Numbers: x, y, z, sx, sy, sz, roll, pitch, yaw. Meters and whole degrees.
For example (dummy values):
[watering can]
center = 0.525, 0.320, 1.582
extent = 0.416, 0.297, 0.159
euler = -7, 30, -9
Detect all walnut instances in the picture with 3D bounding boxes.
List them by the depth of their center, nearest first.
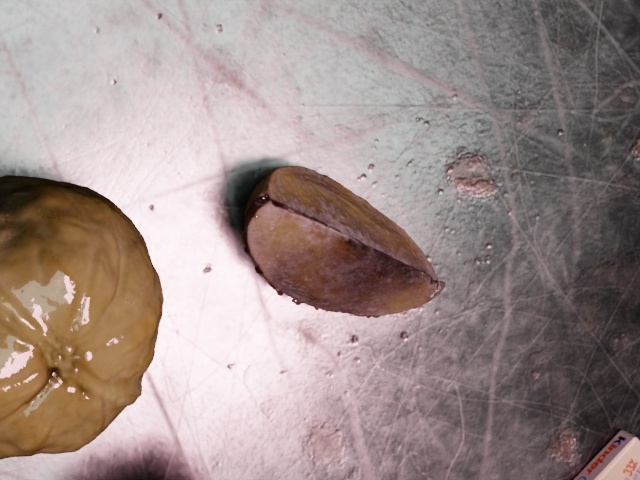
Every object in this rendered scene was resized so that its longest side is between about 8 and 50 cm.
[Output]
[walnut]
center = -0.297, 0.076, 1.428
extent = 0.253, 0.277, 0.282
euler = 12, 92, -31

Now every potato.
[potato]
center = 0.002, -0.001, 1.619
extent = 0.261, 0.100, 0.120
euler = 27, 127, -31

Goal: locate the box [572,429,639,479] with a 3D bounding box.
[box]
center = 0.363, 0.416, 1.773
extent = 0.273, 0.048, 0.265
euler = -44, 106, -7
